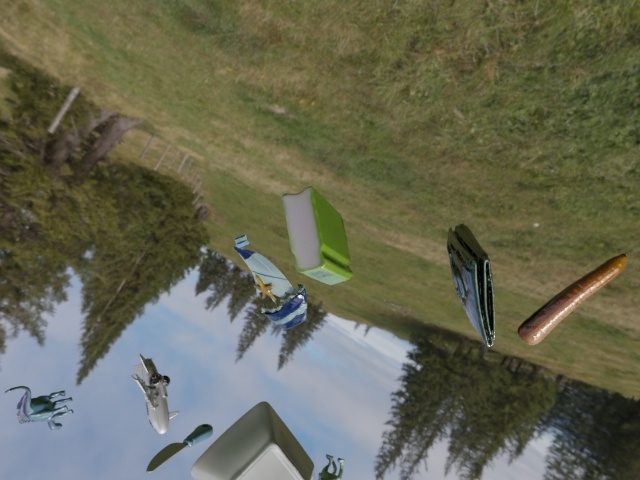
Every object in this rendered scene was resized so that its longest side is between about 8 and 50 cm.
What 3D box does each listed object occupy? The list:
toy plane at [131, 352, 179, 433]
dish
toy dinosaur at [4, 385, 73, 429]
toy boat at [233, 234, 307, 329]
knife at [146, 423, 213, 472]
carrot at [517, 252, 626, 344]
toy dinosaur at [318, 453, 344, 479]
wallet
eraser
[{"bbox_3d":[-0.361,0.333,0.983,0.171,0.066,0.162,59,169,19],"label":"toy plane"},{"bbox_3d":[-0.080,0.392,0.724,0.064,0.154,0.234,14,138,55],"label":"dish"},{"bbox_3d":[-0.496,0.302,0.807,0.197,0.080,0.045,94,153,-51],"label":"toy dinosaur"},{"bbox_3d":[-0.143,0.106,1.241,0.220,0.067,0.291,-31,92,49],"label":"toy boat"},{"bbox_3d":[-0.383,0.558,1.215,0.058,0.032,0.244,9,-173,27],"label":"knife"},{"bbox_3d":[0.364,0.086,0.654,0.037,0.190,0.037,32,-155,-17],"label":"carrot"},{"bbox_3d":[0.039,0.684,1.343,0.076,0.129,0.383,22,-179,15],"label":"toy dinosaur"},{"bbox_3d":[0.276,0.071,0.831,0.055,0.160,0.236,-9,-165,11],"label":"wallet"},{"bbox_3d":[0.000,0.000,1.151,0.092,0.210,0.274,-15,163,13],"label":"eraser"}]
